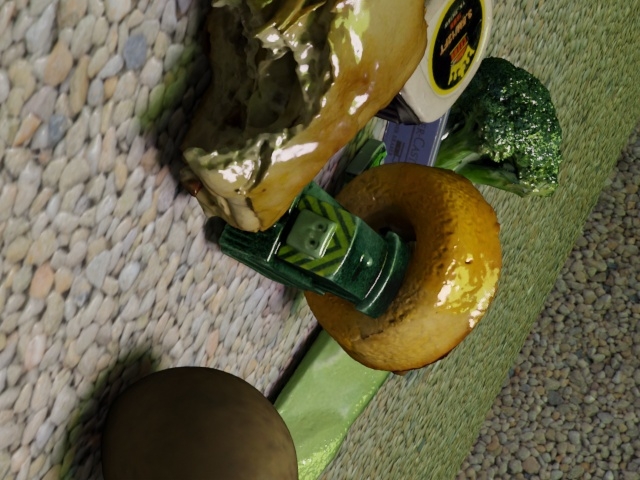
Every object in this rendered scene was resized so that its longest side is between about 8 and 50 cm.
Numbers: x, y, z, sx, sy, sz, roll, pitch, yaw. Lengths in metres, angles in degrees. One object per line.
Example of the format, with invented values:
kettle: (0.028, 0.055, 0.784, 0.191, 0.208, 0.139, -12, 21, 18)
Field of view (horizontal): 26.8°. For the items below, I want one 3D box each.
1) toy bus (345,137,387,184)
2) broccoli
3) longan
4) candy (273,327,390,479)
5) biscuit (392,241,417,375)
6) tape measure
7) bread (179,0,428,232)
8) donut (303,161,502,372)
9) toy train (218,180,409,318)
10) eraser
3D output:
toy bus: (0.066, -0.113, 1.958, 0.083, 0.031, 0.037, -53, 150, -33)
broccoli: (0.272, -0.164, 2.180, 0.245, 0.265, 0.294, -32, 175, 13)
longan: (-0.134, 0.255, 1.505, 0.215, 0.246, 0.246, -35, 159, 1)
candy: (-0.006, 0.252, 2.058, 0.142, 0.132, 0.343, -20, -153, 52)
biscuit: (0.169, 0.051, 2.210, 0.329, 0.078, 0.335, 116, -17, -65)
tape measure: (0.115, -0.256, 1.781, 0.271, 0.133, 0.231, -55, 150, -29)
bread: (-0.015, -0.202, 1.379, 0.370, 0.191, 0.314, -60, 161, -16)
donut: (0.098, 0.029, 1.852, 0.110, 0.303, 0.303, 22, 90, -52)
toy train: (0.000, 0.000, 1.675, 0.138, 0.178, 0.330, -65, 163, -3)
eraser: (0.148, -0.185, 2.018, 0.036, 0.082, 0.225, -36, 145, -60)
